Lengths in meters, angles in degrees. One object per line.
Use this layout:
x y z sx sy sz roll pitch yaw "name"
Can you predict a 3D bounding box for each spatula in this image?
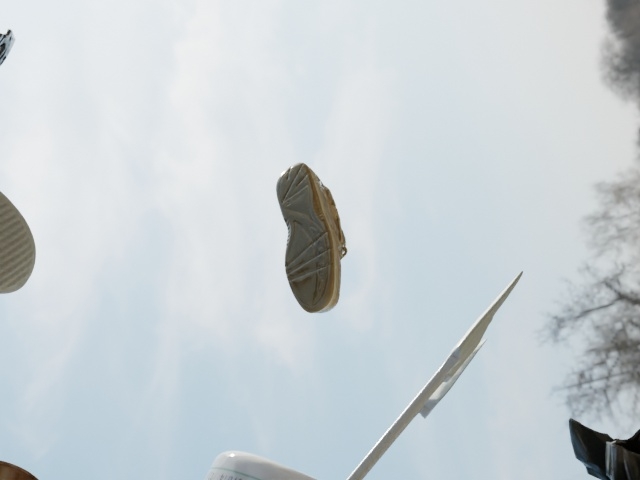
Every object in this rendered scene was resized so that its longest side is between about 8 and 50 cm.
0.067 0.140 0.708 0.019 0.168 0.242 39 -115 11 "spatula"

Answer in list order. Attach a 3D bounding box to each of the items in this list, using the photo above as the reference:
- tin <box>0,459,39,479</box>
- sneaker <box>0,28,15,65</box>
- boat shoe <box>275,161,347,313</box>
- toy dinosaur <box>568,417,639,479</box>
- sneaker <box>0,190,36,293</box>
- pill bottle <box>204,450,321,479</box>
-0.361 0.258 0.898 0.106 0.190 0.040 75 -170 -45 "tin"
-0.194 -0.028 0.421 0.051 0.170 0.089 26 -177 -12 "sneaker"
0.000 0.000 0.932 0.059 0.063 0.170 29 -137 -46 "boat shoe"
0.148 0.194 0.352 0.322 0.164 0.218 -6 -70 -81 "toy dinosaur"
-0.434 -0.040 0.962 0.282 0.161 0.102 46 -121 -43 "sneaker"
-0.081 0.404 0.874 0.204 0.204 0.361 48 -122 -42 "pill bottle"
